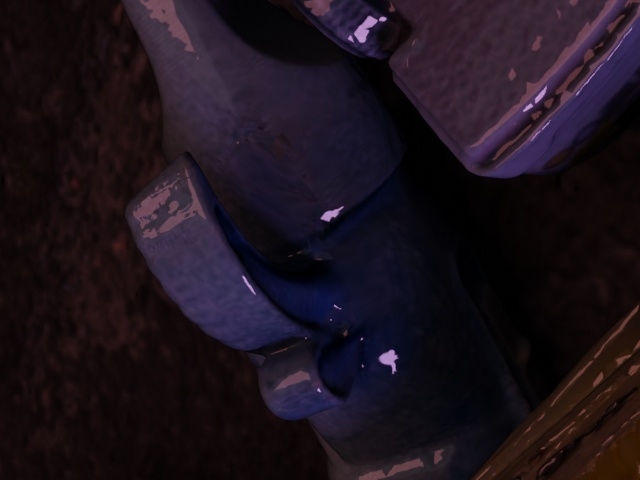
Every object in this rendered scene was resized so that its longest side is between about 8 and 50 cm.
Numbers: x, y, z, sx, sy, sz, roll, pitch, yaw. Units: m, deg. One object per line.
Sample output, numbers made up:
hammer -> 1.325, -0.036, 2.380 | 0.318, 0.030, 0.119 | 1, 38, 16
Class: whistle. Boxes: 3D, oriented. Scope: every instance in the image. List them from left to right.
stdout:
whistle -> 0.000, 0.000, 0.607 | 0.093, 0.180, 0.269 | -26, 106, 20

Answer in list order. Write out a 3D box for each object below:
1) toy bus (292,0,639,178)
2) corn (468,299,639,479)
toy bus -> 0.011, -0.160, 0.607 | 0.109, 0.136, 0.330 | -48, 64, 20
corn -> 0.129, 0.086, 0.546 | 0.305, 0.122, 0.123 | -47, 49, 26
